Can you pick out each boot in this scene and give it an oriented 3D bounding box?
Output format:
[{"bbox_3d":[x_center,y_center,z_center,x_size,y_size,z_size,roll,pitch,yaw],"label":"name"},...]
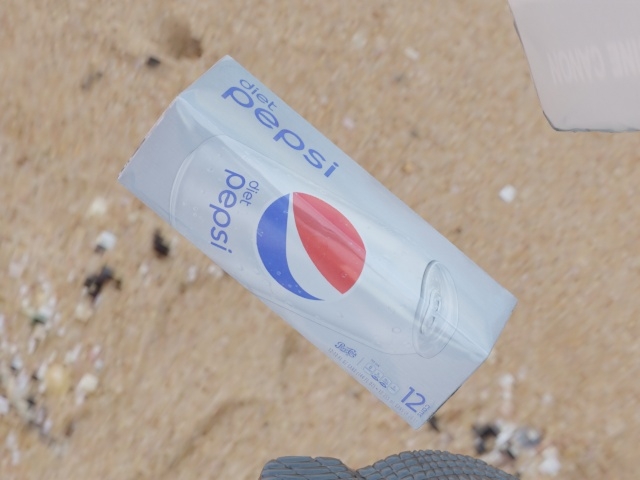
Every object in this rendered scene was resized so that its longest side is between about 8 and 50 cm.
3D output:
[{"bbox_3d":[0.048,0.308,1.693,0.338,0.223,0.118,8,24,-30],"label":"boot"}]

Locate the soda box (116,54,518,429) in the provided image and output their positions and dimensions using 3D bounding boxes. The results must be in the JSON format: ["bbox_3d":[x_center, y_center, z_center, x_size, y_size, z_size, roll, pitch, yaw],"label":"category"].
[{"bbox_3d":[0.000,0.000,1.360,0.286,0.091,0.098,40,31,0],"label":"soda box"}]

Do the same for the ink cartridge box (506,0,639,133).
[{"bbox_3d":[0.079,-0.215,0.319,0.091,0.308,0.385,-15,95,-11],"label":"ink cartridge box"}]
